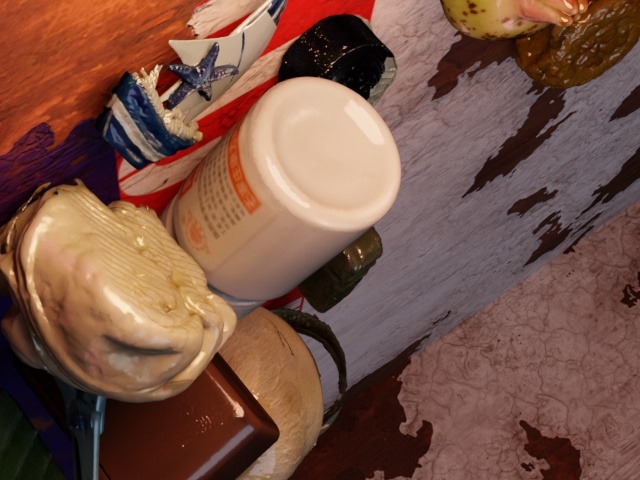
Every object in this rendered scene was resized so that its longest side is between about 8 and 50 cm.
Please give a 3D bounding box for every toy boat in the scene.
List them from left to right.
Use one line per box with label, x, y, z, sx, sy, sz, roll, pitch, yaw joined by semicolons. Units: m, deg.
toy boat;-0.144;-0.193;1.381;0.291;0.070;0.210;-49;166;23

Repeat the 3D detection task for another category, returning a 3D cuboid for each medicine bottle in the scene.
medicine bottle;-0.073;-0.040;1.588;0.211;0.211;0.371;-26;172;-37

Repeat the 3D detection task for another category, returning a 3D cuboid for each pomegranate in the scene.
pomegranate;0.251;-0.335;1.511;0.214;0.248;0.214;-14;129;-17

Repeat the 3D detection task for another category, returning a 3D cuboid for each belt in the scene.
belt;0.025;-0.222;1.627;0.151;0.078;0.198;-43;159;6

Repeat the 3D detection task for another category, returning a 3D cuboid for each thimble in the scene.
thimble;-0.076;0.285;2.478;0.271;0.271;0.150;-35;165;-9

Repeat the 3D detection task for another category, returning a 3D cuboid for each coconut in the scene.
coconut;-0.182;0.294;2.122;0.346;0.346;0.360;-49;170;34

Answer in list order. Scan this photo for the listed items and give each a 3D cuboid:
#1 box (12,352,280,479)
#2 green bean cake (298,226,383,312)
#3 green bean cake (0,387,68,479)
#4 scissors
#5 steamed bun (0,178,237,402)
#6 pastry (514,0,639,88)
box;-0.252;0.242;1.854;0.229;0.339;0.239;-40;164;-2
green bean cake;0.000;0.000;2.001;0.094;0.185;0.183;-34;166;-35
green bean cake;-0.525;0.333;1.703;0.169;0.300;0.308;-74;153;-46
scissors;-0.329;0.230;1.675;0.032;0.180;0.393;-22;120;-52
steamed bun;-0.271;0.085;1.467;0.207;0.280;0.268;-46;163;17
pastry;0.428;-0.361;2.058;0.235;0.132;0.240;-21;152;-23
